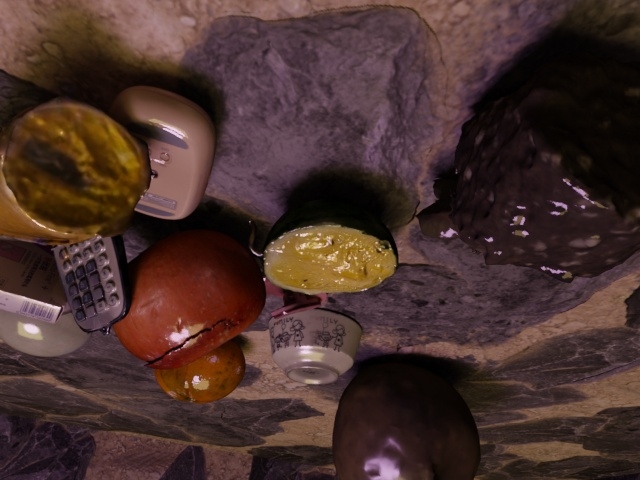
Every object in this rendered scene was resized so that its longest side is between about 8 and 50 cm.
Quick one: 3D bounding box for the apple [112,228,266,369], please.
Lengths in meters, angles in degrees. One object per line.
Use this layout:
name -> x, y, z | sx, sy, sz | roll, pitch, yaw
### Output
apple -> -0.233, 0.096, 0.873 | 0.272, 0.251, 0.206 | -28, 91, 39

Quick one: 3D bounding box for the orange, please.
orange -> -0.317, 0.337, 1.288 | 0.240, 0.171, 0.240 | 3, 144, 2

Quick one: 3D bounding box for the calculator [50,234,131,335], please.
calculator -> -0.381, 0.025, 0.803 | 0.177, 0.268, 0.040 | -20, 170, 34

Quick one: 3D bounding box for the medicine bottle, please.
medicine bottle -> -0.529, 0.051, 0.885 | 0.171, 0.201, 0.052 | 23, 114, -22

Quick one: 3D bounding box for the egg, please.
egg -> -0.598, 0.150, 1.046 | 0.183, 0.183, 0.217 | -6, 153, 16

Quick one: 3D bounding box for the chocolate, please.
chocolate -> -0.404, -0.066, 0.690 | 0.445, 0.162, 0.162 | -4, 149, 46

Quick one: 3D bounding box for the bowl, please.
bowl -> -0.016, 0.271, 1.194 | 0.238, 0.126, 0.237 | 2, 146, 2

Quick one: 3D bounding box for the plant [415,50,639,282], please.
plant -> 0.263, -0.058, 0.602 | 0.215, 0.213, 0.312 | 12, 155, -12

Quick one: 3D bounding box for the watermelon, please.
watermelon -> 0.007, 0.002, 0.793 | 0.232, 0.127, 0.204 | 4, 146, -1

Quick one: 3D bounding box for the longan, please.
longan -> 0.229, 0.553, 1.329 | 0.404, 0.404, 0.436 | -6, 142, 17

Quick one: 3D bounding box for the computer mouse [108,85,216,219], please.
computer mouse -> -0.224, -0.120, 0.690 | 0.145, 0.082, 0.236 | 15, 145, -11

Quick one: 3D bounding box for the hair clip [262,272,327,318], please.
hair clip -> -0.057, 0.103, 1.039 | 0.123, 0.102, 0.138 | -27, 167, 40
